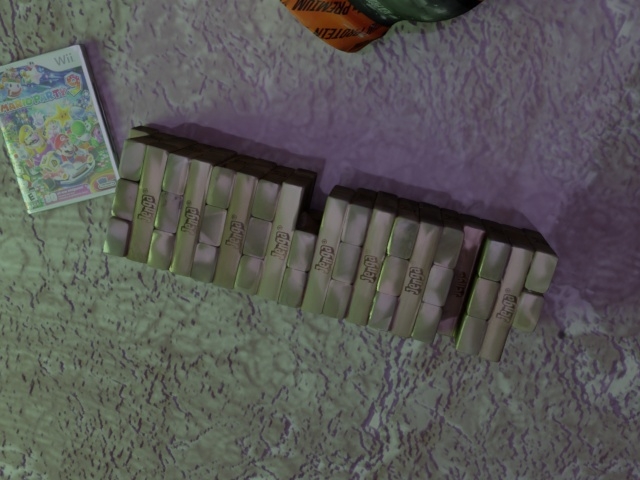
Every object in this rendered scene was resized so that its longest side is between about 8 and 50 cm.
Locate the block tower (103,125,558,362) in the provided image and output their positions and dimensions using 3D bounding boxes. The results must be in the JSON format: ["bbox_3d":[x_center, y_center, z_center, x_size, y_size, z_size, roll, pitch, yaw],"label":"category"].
[{"bbox_3d":[0.000,0.000,0.637,0.335,0.097,0.091,15,102,3],"label":"block tower"}]

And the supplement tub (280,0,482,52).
[{"bbox_3d":[0.106,-0.275,0.492,0.338,0.207,0.207,-32,97,24],"label":"supplement tub"}]

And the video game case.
[{"bbox_3d":[-0.217,-0.090,0.681,0.087,0.011,0.122,-13,100,8],"label":"video game case"}]
